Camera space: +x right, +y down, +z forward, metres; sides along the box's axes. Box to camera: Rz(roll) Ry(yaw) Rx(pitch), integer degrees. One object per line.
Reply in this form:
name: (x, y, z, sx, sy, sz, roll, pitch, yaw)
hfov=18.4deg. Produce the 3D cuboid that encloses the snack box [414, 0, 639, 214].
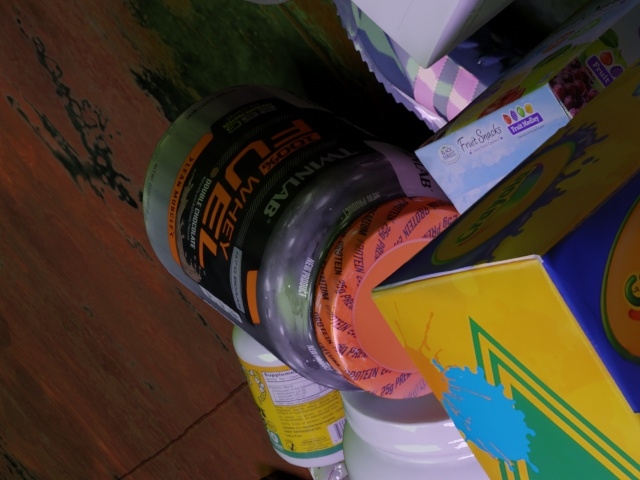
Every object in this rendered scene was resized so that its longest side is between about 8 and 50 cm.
snack box: (0.189, -0.114, 1.368, 0.070, 0.207, 0.174, 54, 150, -6)

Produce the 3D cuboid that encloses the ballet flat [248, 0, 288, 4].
ballet flat: (-0.102, -0.272, 1.759, 0.250, 0.058, 0.084, 22, 118, 32)

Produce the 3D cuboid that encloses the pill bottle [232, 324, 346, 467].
pill bottle: (-0.023, 0.120, 2.022, 0.117, 0.117, 0.208, 19, 138, 43)

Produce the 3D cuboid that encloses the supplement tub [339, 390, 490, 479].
supplement tub: (0.156, 0.223, 1.770, 0.235, 0.235, 0.325, 16, 136, 45)

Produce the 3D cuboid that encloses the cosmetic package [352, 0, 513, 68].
cosmetic package: (0.018, -0.337, 1.406, 0.385, 0.156, 0.217, 45, 148, 13)

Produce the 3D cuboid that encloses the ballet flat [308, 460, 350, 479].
ballet flat: (0.041, 0.262, 2.139, 0.232, 0.073, 0.080, 18, 139, 45)

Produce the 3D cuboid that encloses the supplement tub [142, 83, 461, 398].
supplement tub: (0.000, 0.000, 1.694, 0.338, 0.207, 0.207, 32, 148, 56)

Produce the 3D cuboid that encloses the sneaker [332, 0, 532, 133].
sneaker: (0.139, -0.130, 1.547, 0.131, 0.112, 0.319, -28, 107, 45)

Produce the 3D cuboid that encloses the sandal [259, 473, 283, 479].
sandal: (0.002, 0.328, 2.295, 0.219, 0.060, 0.090, 32, 142, 56)

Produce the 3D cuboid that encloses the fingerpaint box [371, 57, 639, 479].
fingerpaint box: (0.306, 0.044, 1.145, 0.371, 0.445, 0.163, 57, 149, -11)
